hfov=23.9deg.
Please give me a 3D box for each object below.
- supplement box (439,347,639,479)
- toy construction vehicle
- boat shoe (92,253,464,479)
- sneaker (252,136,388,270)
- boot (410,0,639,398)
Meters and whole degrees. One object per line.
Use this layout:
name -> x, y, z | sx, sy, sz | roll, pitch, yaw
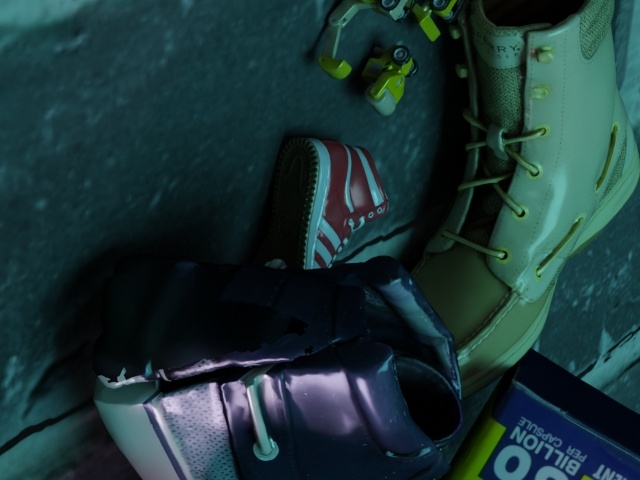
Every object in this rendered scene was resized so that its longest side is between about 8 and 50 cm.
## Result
supplement box -> 0.120, 0.275, 0.976 | 0.356, 0.194, 0.195 | -61, 173, 8
toy construction vehicle -> 0.040, -0.124, 0.841 | 0.098, 0.035, 0.086 | -60, 157, 0
boat shoe -> 0.010, 0.131, 0.825 | 0.340, 0.158, 0.127 | 63, 30, -50
sneaker -> 0.000, 0.000, 0.856 | 0.067, 0.042, 0.118 | -3, 112, -48
boot -> 0.108, -0.045, 0.921 | 0.262, 0.095, 0.203 | -46, 143, -26
